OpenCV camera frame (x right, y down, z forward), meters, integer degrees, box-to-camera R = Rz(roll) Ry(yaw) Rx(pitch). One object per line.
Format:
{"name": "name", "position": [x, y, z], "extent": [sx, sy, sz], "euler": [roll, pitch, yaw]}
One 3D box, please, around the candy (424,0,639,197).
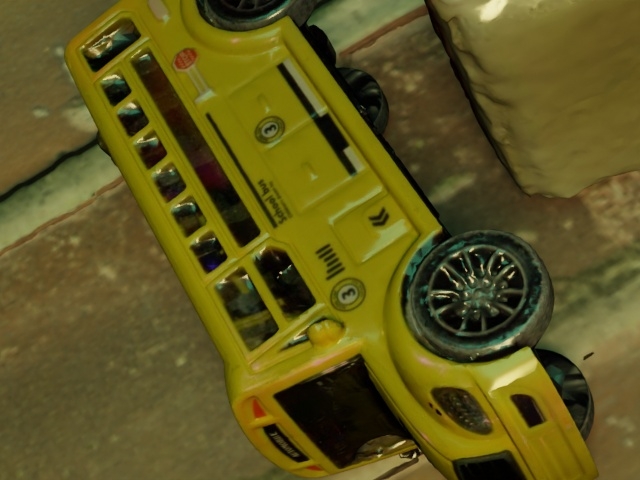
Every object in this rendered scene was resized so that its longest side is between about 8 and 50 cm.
{"name": "candy", "position": [0.206, -0.154, 0.664], "extent": [0.321, 0.179, 0.135], "euler": [-20, 56, 6]}

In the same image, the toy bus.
{"name": "toy bus", "position": [0.000, 0.000, 0.669], "extent": [0.151, 0.145, 0.331], "euler": [-32, 55, 0]}
